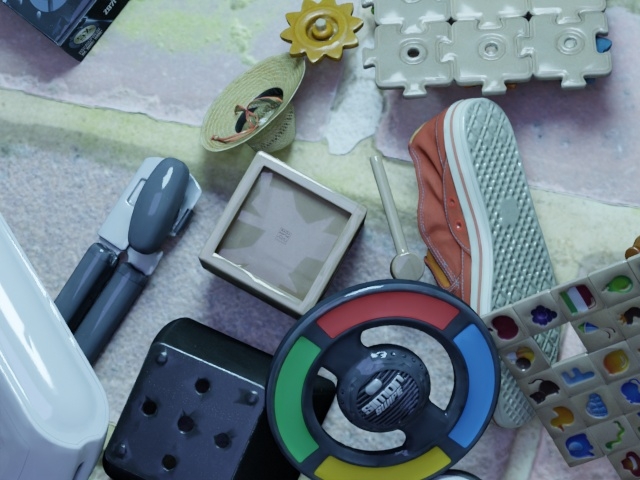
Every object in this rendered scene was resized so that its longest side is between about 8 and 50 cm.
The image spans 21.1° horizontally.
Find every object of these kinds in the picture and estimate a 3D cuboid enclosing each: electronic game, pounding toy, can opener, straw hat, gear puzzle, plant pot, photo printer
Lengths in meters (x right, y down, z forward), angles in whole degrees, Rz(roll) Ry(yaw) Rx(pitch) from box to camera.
[{"bbox_3d":[0.060,0.142,1.629,0.229,0.048,0.229,-4,115,-9],"label":"electronic game"},{"bbox_3d":[0.010,-0.005,1.759,0.206,0.094,0.181,29,82,3],"label":"pounding toy"},{"bbox_3d":[-0.226,0.034,1.785,0.076,0.095,0.283,33,88,13],"label":"can opener"},{"bbox_3d":[-0.056,-0.125,1.795,0.144,0.144,0.061,-40,119,2],"label":"straw hat"},{"bbox_3d":[0.127,-0.210,1.766,0.339,0.044,0.175,-3,59,5],"label":"gear puzzle"},{"bbox_3d":[-0.114,0.188,1.708,0.188,0.167,0.187,23,86,11],"label":"plant pot"},{"bbox_3d":[-0.338,0.138,1.722,0.107,0.256,0.307,-22,73,-40],"label":"photo printer"}]

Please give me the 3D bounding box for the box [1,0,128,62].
[{"bbox_3d":[-0.292,-0.309,1.857,0.180,0.077,0.147,39,90,13],"label":"box"}]

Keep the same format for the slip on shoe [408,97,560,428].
[{"bbox_3d":[0.161,0.025,1.727,0.101,0.123,0.331,-15,86,46],"label":"slip on shoe"}]

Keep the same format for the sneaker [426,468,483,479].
[{"bbox_3d":[0.015,0.405,1.606,0.169,0.257,0.447,39,89,13],"label":"sneaker"}]

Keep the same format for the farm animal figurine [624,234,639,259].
[{"bbox_3d":[0.474,-0.022,1.622,0.327,0.172,0.330,48,129,12],"label":"farm animal figurine"}]

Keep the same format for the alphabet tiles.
[{"bbox_3d":[0.292,0.130,1.642,0.198,0.009,0.237,-23,115,24],"label":"alphabet tiles"}]
